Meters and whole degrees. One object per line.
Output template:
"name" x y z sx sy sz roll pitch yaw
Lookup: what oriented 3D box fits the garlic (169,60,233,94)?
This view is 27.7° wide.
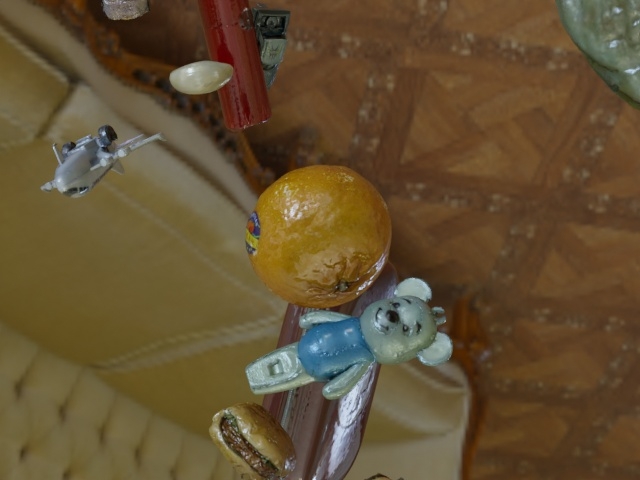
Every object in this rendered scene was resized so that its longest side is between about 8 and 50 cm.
"garlic" -0.159 -0.210 1.664 0.083 0.053 0.041 -2 112 23

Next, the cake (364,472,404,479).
"cake" 0.005 0.277 0.975 0.225 0.090 0.109 -28 113 -19

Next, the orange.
"orange" -0.001 -0.003 1.545 0.178 0.155 0.177 -6 111 -17

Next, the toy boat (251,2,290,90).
"toy boat" -0.081 -0.256 1.802 0.055 0.060 0.141 -3 124 -30

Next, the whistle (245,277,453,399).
"whistle" 0.029 0.118 1.463 0.236 0.114 0.077 -18 154 -2

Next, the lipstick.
"lipstick" -0.122 -0.285 1.712 0.073 0.073 0.279 -7 111 14

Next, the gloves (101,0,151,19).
"gloves" -0.261 -0.345 1.625 0.094 0.110 0.144 -15 110 1

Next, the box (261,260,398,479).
"box" 0.010 0.203 1.953 0.108 0.403 0.263 18 -166 22

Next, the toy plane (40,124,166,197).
"toy plane" -0.257 -0.086 1.441 0.162 0.171 0.065 -22 94 18

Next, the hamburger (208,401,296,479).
"hamburger" -0.052 0.164 1.051 0.044 0.076 0.083 -39 176 2

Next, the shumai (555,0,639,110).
"shumai" 0.388 -0.247 1.149 0.309 0.263 0.304 40 113 3
